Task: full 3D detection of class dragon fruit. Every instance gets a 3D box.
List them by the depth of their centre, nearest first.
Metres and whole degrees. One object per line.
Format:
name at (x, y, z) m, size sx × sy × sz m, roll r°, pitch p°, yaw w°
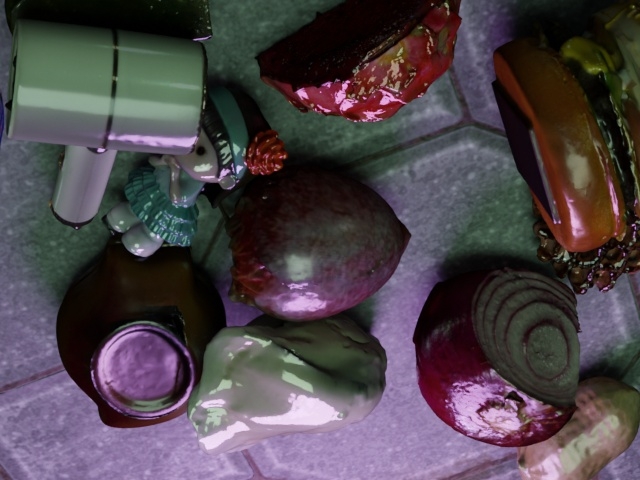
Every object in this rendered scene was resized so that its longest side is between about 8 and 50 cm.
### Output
dragon fruit at (0.070, -0.212, 1.478) m, size 0.261 × 0.163 × 0.189 m, roll -32°, pitch 152°, yaw 14°

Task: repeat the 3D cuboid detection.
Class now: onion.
onion at (0.221, 0.162, 1.735) m, size 0.206 × 0.216 × 0.207 m, roll 23°, pitch 136°, yaw -10°

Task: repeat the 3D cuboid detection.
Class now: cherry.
cherry at (0.000, 0.000, 1.595) m, size 0.249 × 0.192 × 0.175 m, roll -1°, pitch 154°, yaw -22°

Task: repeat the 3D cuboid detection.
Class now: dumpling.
dumpling at (-0.035, 0.201, 1.683) m, size 0.243 × 0.187 × 0.318 m, roll -55°, pitch 147°, yaw 13°

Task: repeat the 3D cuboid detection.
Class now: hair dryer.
hair dryer at (-0.262, -0.107, 1.465) m, size 0.203 × 0.128 × 0.362 m, roll 4°, pitch 152°, yaw -18°

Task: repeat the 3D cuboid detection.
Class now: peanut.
peanut at (0.374, 0.284, 1.895) m, size 0.129 × 0.129 × 0.224 m, roll 35°, pitch 108°, yaw -29°

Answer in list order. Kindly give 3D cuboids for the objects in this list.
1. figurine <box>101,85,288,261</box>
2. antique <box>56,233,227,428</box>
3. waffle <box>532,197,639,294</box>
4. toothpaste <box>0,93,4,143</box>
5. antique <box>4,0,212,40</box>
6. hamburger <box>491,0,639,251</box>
figurine at (-0.148, -0.073, 1.542) m, size 0.245 × 0.138 × 0.110 m, roll -44°, pitch 163°, yaw 23°
antique at (-0.231, 0.127, 1.679) m, size 0.223 × 0.129 × 0.278 m, roll 7°, pitch 123°, yaw -14°
waffle at (0.383, -0.034, 1.707) m, size 0.221 × 0.055 × 0.234 m, roll -32°, pitch 130°, yaw 12°
toothpaste at (-0.503, -0.136, 1.478) m, size 0.272 × 0.066 × 0.053 m, roll 1°, pitch 127°, yaw -9°
antique at (-0.232, -0.261, 1.423) m, size 0.220 × 0.080 × 0.081 m, roll -7°, pitch 126°, yaw -2°
hamburger at (0.336, -0.135, 1.491) m, size 0.225 × 0.291 × 0.291 m, roll -23°, pitch 127°, yaw 2°
